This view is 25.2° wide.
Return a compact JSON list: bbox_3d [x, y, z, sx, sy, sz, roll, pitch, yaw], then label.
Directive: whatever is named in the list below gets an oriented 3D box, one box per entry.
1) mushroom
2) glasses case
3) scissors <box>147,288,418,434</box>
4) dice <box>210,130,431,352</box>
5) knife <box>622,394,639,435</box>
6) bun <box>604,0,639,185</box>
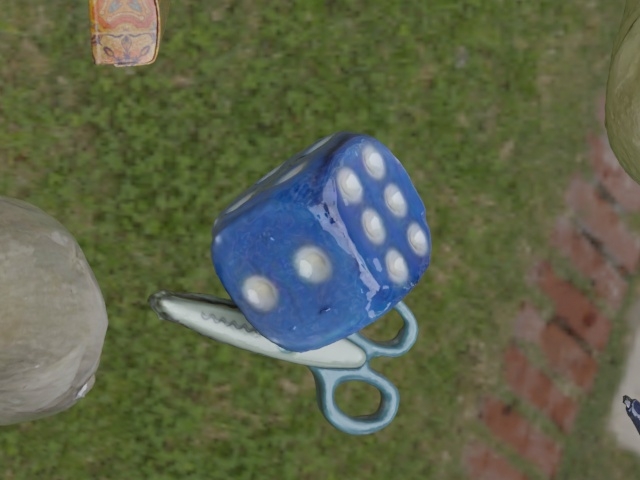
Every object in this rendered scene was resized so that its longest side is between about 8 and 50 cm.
[{"bbox_3d":[-0.167,0.029,0.621,0.108,0.096,0.247,-55,166,7],"label":"mushroom"},{"bbox_3d":[-0.140,-0.184,1.071,0.049,0.218,0.075,-2,106,-4],"label":"glasses case"},{"bbox_3d":[-0.030,0.089,1.298,0.289,0.041,0.138,19,86,-33],"label":"scissors"},{"bbox_3d":[0.000,0.000,1.233,0.143,0.146,0.146,57,36,-13],"label":"dice"},{"bbox_3d":[0.358,0.209,1.553,0.121,0.018,0.031,55,44,-28],"label":"knife"},{"bbox_3d":[0.408,-0.204,1.315,0.364,0.364,0.202,-39,101,-37],"label":"bun"}]
